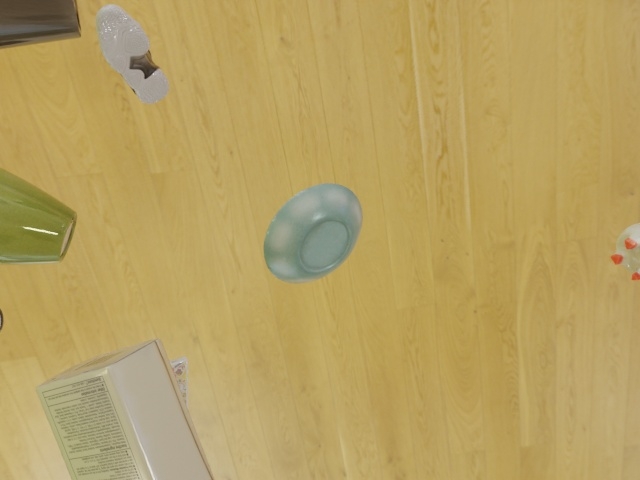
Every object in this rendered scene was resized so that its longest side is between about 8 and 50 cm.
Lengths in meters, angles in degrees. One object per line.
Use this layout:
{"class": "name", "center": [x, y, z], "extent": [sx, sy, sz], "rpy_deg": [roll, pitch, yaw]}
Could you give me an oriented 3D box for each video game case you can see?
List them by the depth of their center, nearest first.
{"class": "video game case", "center": [-0.508, 0.480, 1.563], "extent": [0.206, 0.026, 0.227], "rpy_deg": [-12, 122, -34]}

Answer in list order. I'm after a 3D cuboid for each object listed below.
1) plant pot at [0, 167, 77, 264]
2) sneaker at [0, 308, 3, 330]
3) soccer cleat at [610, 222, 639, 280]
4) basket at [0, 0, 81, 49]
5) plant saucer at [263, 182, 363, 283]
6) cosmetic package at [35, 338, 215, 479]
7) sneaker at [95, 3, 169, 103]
{"class": "plant pot", "center": [-0.777, -0.049, 1.260], "extent": [0.293, 0.275, 0.275], "rpy_deg": [17, 109, -18]}
{"class": "sneaker", "center": [-0.767, 0.194, 1.023], "extent": [0.234, 0.097, 0.084], "rpy_deg": [-17, 91, -6]}
{"class": "soccer cleat", "center": [0.378, 0.060, 0.502], "extent": [0.076, 0.196, 0.068], "rpy_deg": [-19, 152, -15]}
{"class": "basket", "center": [-0.527, -0.402, 0.839], "extent": [0.226, 0.154, 0.204], "rpy_deg": [-9, 146, -19]}
{"class": "plant saucer", "center": [0.000, 0.000, 0.848], "extent": [0.194, 0.037, 0.195], "rpy_deg": [-19, 129, -25]}
{"class": "cosmetic package", "center": [-0.270, 0.320, 0.748], "extent": [0.160, 0.113, 0.310], "rpy_deg": [-18, 94, 24]}
{"class": "sneaker", "center": [-0.442, -0.436, 1.139], "extent": [0.101, 0.269, 0.153], "rpy_deg": [-35, 69, -9]}
